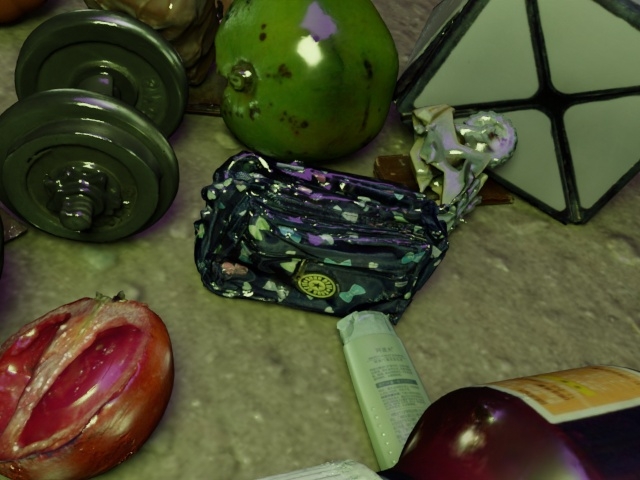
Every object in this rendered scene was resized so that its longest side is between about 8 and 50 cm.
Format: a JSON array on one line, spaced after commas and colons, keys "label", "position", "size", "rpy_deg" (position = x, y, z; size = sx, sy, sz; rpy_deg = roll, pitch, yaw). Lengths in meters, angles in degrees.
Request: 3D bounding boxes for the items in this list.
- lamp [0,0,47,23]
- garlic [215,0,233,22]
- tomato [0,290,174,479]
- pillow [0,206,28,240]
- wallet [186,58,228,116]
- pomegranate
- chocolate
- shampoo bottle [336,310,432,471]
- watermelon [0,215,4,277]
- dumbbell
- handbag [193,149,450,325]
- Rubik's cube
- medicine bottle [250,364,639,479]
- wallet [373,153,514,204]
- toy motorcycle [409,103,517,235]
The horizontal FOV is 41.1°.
[{"label": "lamp", "position": [-0.429, -0.386, 1.098], "size": [0.223, 0.196, 0.223], "rpy_deg": [-2, 75, 7]}, {"label": "garlic", "position": [-0.156, -0.352, 1.245], "size": [0.101, 0.087, 0.195], "rpy_deg": [30, 38, -7]}, {"label": "tomato", "position": [-0.196, 0.134, 0.712], "size": [0.189, 0.099, 0.173], "rpy_deg": [-1, 45, 40]}, {"label": "pillow", "position": [-0.394, -0.045, 0.862], "size": [0.185, 0.043, 0.118], "rpy_deg": [37, 43, 19]}, {"label": "wallet", "position": [-0.230, -0.211, 1.106], "size": [0.255, 0.031, 0.137], "rpy_deg": [0, 47, -18]}, {"label": "pomegranate", "position": [0.003, -0.210, 1.059], "size": [0.236, 0.236, 0.302], "rpy_deg": [38, 26, 20]}, {"label": "chocolate", "position": [-0.198, -0.265, 0.996], "size": [0.148, 0.214, 0.093], "rpy_deg": [20, 79, 5]}, {"label": "shampoo bottle", "position": [0.072, 0.160, 0.808], "size": [0.072, 0.049, 0.212], "rpy_deg": [-2, 47, -20]}, {"label": "watermelon", "position": [-0.410, 0.026, 0.609], "size": [0.279, 0.279, 0.359], "rpy_deg": [34, 43, 16]}, {"label": "dumbbell", "position": [-0.235, -0.117, 0.886], "size": [0.192, 0.192, 0.290], "rpy_deg": [8, 45, -12]}, {"label": "handbag", "position": [0.000, 0.000, 0.869], "size": [0.260, 0.162, 0.113], "rpy_deg": [12, 41, -12]}, {"label": "Rubik's cube", "position": [0.306, -0.259, 1.108], "size": [0.310, 0.307, 0.305], "rpy_deg": [31, 44, -7]}, {"label": "medicine bottle", "position": [0.102, 0.213, 0.588], "size": [0.395, 0.242, 0.242], "rpy_deg": [2, 44, -31]}, {"label": "wallet", "position": [0.157, -0.076, 1.105], "size": [0.176, 0.026, 0.095], "rpy_deg": [-7, 54, -26]}, {"label": "toy motorcycle", "position": [0.128, -0.073, 1.011], "size": [0.130, 0.094, 0.229], "rpy_deg": [34, 77, 14]}]
